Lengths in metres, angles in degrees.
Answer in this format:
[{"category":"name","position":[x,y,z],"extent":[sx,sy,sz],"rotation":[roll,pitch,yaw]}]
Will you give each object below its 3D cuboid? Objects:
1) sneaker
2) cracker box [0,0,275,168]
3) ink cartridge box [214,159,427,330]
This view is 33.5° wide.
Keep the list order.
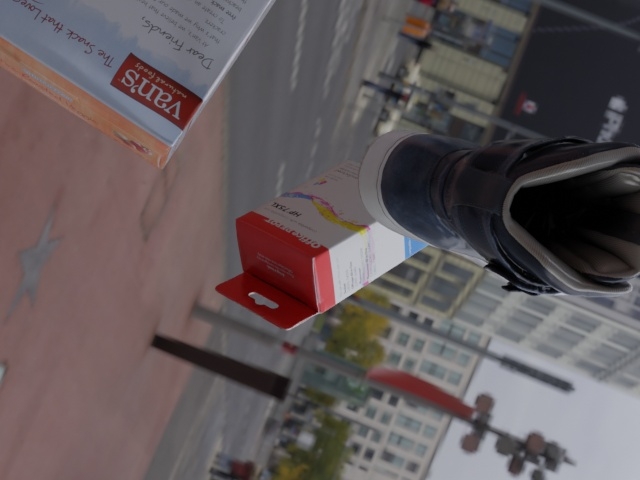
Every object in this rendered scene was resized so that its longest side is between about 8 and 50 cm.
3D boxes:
[{"category":"sneaker","position":[0.155,-0.005,0.611],"extent":[0.163,0.226,0.086],"rotation":[12,-89,57]},{"category":"cracker box","position":[-0.094,-0.181,0.621],"extent":[0.232,0.155,0.067],"rotation":[-58,-173,-15]},{"category":"ink cartridge box","position":[0.000,0.000,1.217],"extent":[0.231,0.134,0.078],"rotation":[-30,129,-34]}]
